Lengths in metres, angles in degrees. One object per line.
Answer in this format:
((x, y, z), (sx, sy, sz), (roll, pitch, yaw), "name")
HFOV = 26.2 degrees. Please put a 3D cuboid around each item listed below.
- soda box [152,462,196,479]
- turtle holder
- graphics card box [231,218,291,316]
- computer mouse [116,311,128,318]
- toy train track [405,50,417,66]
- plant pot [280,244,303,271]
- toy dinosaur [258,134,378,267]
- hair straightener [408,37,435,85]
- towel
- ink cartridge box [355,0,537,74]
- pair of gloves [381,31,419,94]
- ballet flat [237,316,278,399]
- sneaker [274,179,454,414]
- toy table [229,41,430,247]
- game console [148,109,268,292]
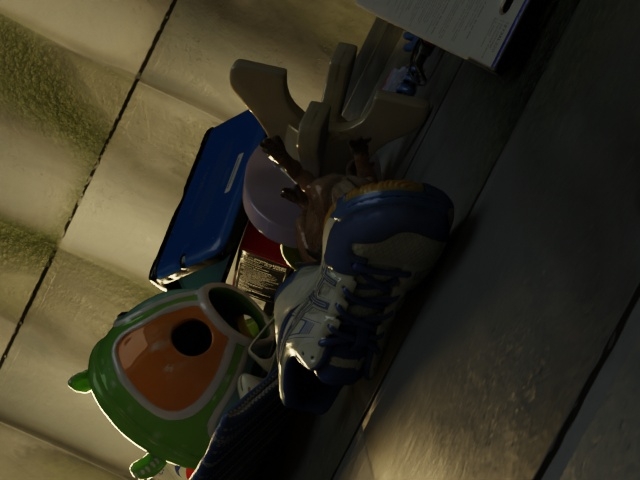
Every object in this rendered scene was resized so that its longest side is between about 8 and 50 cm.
((-0.197, 0.296, 2.264), (0.286, 0.091, 0.098), (-76, 12, -68), "soda box")
((-0.157, 0.184, 1.889), (0.227, 0.320, 0.243), (-49, 47, 17), "turtle holder")
((-0.065, -0.023, 2.215), (0.371, 0.094, 0.232), (107, -178, -72), "graphics card box")
((-0.211, 0.162, 2.319), (0.184, 0.262, 0.060), (164, 113, -76), "computer mouse")
((0.148, -0.282, 2.074), (0.048, 0.014, 0.083), (-40, 28, 59), "toy train track")
((0.000, 0.000, 1.901), (0.079, 0.083, 0.083), (-53, -1, -31), "plant pot")
((0.021, 0.000, 1.513), (0.295, 0.127, 0.200), (83, 174, -70), "toy dinosaur")
((0.177, -0.320, 1.890), (0.089, 0.047, 0.230), (-124, 56, -84), "hair straightener")
((-0.109, 0.248, 1.556), (0.243, 0.040, 0.336), (-39, -17, -54), "towel")
((0.157, -0.278, 1.400), (0.175, 0.069, 0.371), (-63, 23, 9), "ink cartridge box")
((0.135, -0.272, 2.026), (0.198, 0.023, 0.159), (-62, 13, 4), "pair of gloves")
((-0.071, 0.172, 1.765), (0.213, 0.068, 0.072), (-66, 7, -22), "ballet flat")
((0.039, 0.059, 1.207), (0.296, 0.112, 0.131), (121, 155, -56), "sneaker")
((0.002, -0.130, 1.749), (0.274, 0.252, 0.161), (-91, 9, -56), "toy table")
((-0.124, -0.026, 2.044), (0.250, 0.173, 0.293), (-21, 41, 44), "game console")
